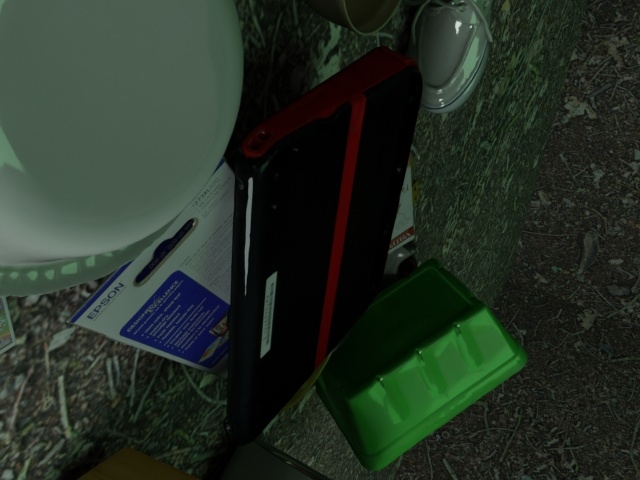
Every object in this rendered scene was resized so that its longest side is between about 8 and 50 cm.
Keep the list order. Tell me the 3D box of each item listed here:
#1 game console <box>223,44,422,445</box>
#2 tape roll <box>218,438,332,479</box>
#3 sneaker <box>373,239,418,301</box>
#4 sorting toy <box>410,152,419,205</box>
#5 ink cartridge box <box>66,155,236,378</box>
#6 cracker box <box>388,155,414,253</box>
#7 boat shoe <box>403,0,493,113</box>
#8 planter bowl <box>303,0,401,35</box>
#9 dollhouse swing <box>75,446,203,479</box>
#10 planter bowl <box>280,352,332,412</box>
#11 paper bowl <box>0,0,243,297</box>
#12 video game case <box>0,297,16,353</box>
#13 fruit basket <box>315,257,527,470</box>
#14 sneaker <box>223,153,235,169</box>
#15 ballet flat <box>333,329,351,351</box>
[{"bbox_3d":[0.000,0.000,0.720,0.342,0.060,0.386,-41,147,-46],"label":"game console"},{"bbox_3d":[-0.060,0.443,1.014,0.169,0.246,0.246,-60,156,-15],"label":"tape roll"},{"bbox_3d":[0.141,0.074,1.273,0.100,0.108,0.271,-56,156,-28],"label":"sneaker"},{"bbox_3d":[0.100,-0.108,1.073,0.132,0.046,0.274,-62,149,-11],"label":"sorting toy"},{"bbox_3d":[-0.116,0.041,0.662,0.175,0.069,0.371,-48,162,-7],"label":"ink cartridge box"},{"bbox_3d":[0.058,-0.047,0.954,0.156,0.067,0.232,-31,148,-10],"label":"cracker box"},{"bbox_3d":[0.199,-0.376,0.941,0.156,0.136,0.366,-7,115,-64],"label":"boat shoe"},{"bbox_3d":[0.019,-0.305,0.653,0.162,0.109,0.162,-46,149,-38],"label":"planter bowl"},{"bbox_3d":[-0.210,0.466,0.684,0.305,0.315,0.346,-55,159,-48],"label":"dollhouse swing"},{"bbox_3d":[-0.051,0.134,0.936,0.217,0.090,0.217,-46,150,-37],"label":"planter bowl"},{"bbox_3d":[-0.158,-0.103,0.373,0.284,0.148,0.284,-34,135,-42],"label":"paper bowl"},{"bbox_3d":[-0.278,0.055,0.478,0.087,0.011,0.122,-39,144,-47],"label":"video game case"},{"bbox_3d":[0.182,0.256,1.245,0.392,0.283,0.391,-15,127,-21],"label":"fruit basket"},{"bbox_3d":[-0.108,-0.065,0.684,0.089,0.051,0.170,-59,161,-15],"label":"sneaker"},{"bbox_3d":[-0.013,0.175,1.087,0.203,0.074,0.074,-45,149,-30],"label":"ballet flat"}]
